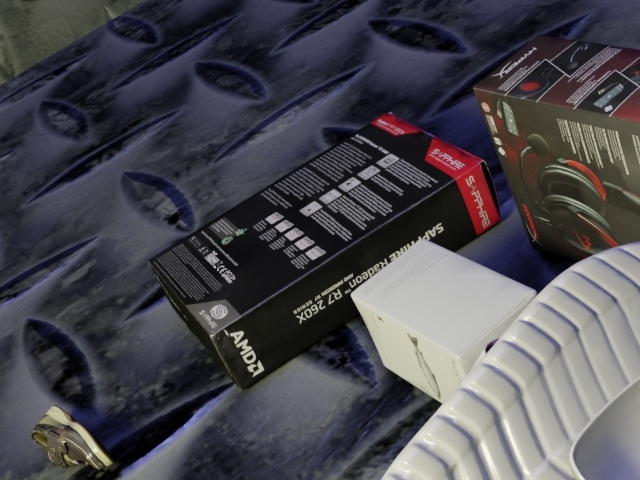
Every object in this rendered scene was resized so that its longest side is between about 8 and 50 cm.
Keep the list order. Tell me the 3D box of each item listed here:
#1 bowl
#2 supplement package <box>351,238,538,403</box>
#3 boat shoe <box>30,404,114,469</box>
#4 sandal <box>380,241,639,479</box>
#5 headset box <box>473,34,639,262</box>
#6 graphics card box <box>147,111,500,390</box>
[{"bbox_3d":[0.279,0.180,0.910,0.142,0.053,0.142,-37,61,-17],"label":"bowl"},{"bbox_3d":[0.132,0.089,1.139,0.105,0.105,0.179,-36,32,-18],"label":"supplement package"},{"bbox_3d":[-0.274,0.227,1.276,0.049,0.056,0.152,-43,26,-19],"label":"boat shoe"},{"bbox_3d":[0.202,0.138,1.008,0.416,0.169,0.102,-33,-9,-16],"label":"sandal"},{"bbox_3d":[0.314,-0.070,1.139,0.110,0.218,0.293,-39,34,-20],"label":"headset box"},{"bbox_3d":[0.000,0.000,1.379,0.371,0.094,0.233,-32,32,-13],"label":"graphics card box"}]
